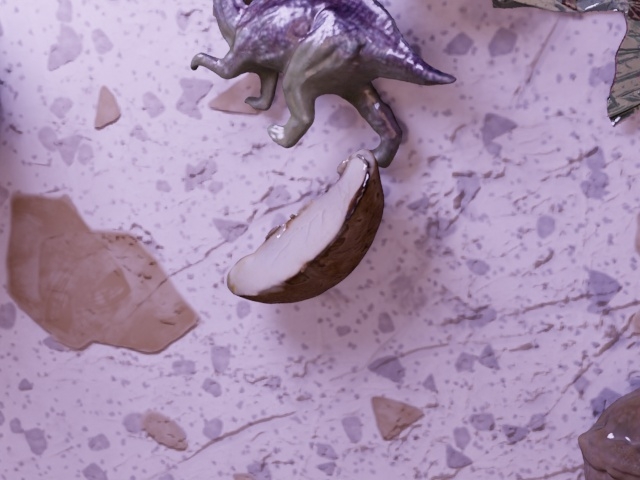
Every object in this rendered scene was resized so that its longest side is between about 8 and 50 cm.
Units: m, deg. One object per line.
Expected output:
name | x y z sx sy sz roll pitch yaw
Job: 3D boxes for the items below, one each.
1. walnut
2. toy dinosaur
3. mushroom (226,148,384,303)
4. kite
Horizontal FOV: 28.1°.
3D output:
walnut | 0.353 0.221 1.198 0.230 0.178 0.178 15 110 21
toy dinosaur | -0.017 -0.177 1.207 0.294 0.077 0.162 25 118 7
mushroom | 0.002 0.001 1.252 0.210 0.094 0.072 -41 62 24
kite | 0.280 -0.215 1.157 0.250 0.012 0.229 8 105 12
